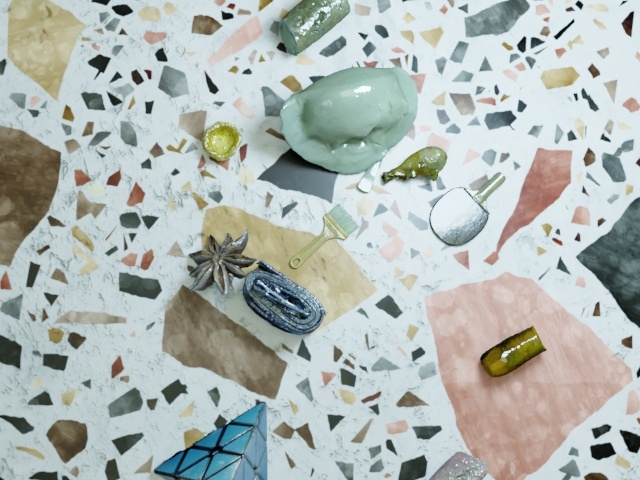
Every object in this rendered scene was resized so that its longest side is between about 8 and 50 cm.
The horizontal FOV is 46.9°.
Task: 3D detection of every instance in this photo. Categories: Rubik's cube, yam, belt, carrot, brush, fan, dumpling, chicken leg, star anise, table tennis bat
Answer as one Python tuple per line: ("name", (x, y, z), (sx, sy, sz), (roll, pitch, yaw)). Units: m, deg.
("Rubik's cube", (-0.215, 0.540, 1.727), (0.228, 0.229, 0.233), (5, 34, -42))
("yam", (-0.023, -0.578, 1.929), (0.194, 0.107, 0.107), (-42, 89, -10))
("belt", (-0.092, 0.151, 1.800), (0.218, 0.128, 0.122), (33, 80, 0))
("carrot", (0.492, 0.284, 1.878), (0.173, 0.082, 0.082), (-29, 86, -7))
("brush", (0.000, 0.000, 1.895), (0.205, 0.011, 0.083), (-42, 89, -10))
("fan", (0.152, -0.212, 1.941), (0.038, 0.016, 0.193), (28, 81, -3))
("dumpling", (0.081, -0.332, 1.868), (0.321, 0.270, 0.212), (-9, 56, 16))
("chicken leg", (0.247, -0.185, 1.927), (0.178, 0.070, 0.093), (-19, 91, -2))
("star anise", (-0.236, 0.058, 1.801), (0.182, 0.065, 0.195), (-19, 48, 13))
("table tennis bat", (0.396, -0.093, 1.951), (0.246, 0.022, 0.138), (-43, 89, -10))

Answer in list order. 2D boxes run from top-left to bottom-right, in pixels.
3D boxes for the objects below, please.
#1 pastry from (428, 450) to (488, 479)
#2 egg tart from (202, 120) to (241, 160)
("pastry", (0.295, 0.623, 1.797), (0.112, 0.103, 0.265), (37, 77, 7))
("egg tart", (-0.251, -0.252, 1.884), (0.105, 0.039, 0.105), (1, 82, -7))
